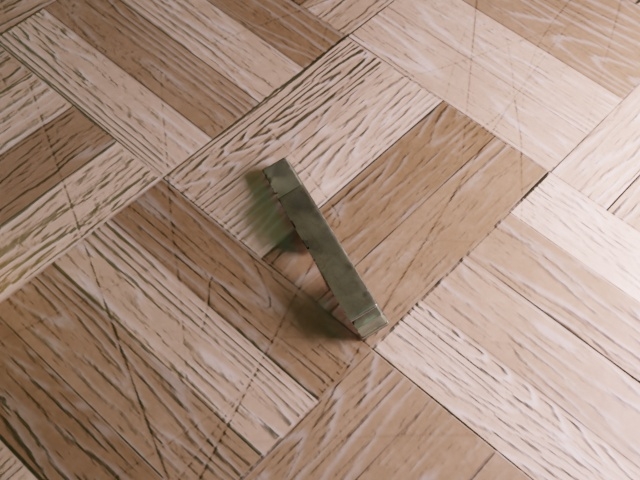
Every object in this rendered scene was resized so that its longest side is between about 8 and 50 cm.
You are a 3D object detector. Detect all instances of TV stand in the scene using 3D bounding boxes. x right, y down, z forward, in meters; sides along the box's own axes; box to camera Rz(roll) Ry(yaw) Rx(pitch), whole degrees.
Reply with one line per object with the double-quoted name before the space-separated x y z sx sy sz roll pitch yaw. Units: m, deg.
"TV stand" 0.000 0.000 1.074 0.036 0.042 0.249 -32 59 2
